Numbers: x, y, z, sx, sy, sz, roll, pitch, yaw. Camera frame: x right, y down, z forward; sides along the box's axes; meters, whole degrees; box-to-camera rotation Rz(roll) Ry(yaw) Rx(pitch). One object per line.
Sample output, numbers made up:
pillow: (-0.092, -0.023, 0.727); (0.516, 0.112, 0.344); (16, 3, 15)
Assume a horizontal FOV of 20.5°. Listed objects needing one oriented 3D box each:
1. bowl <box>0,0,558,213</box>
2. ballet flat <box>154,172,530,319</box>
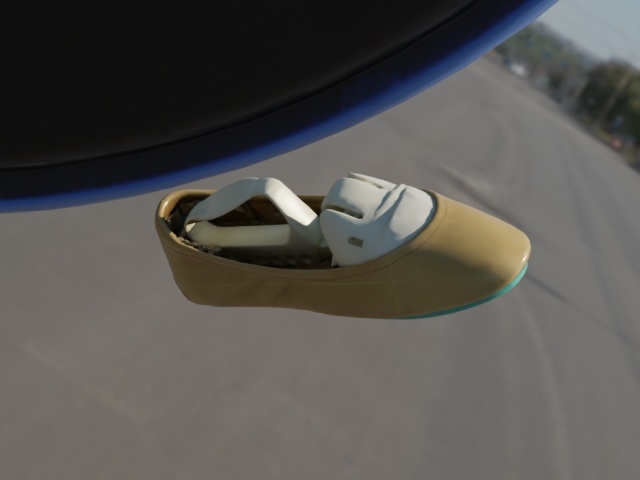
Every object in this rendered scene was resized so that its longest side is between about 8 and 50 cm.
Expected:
bowl: (-0.076, -0.177, 0.296); (0.391, 0.391, 0.077); (29, 26, -17)
ballet flat: (0.000, 0.000, 0.949); (0.232, 0.080, 0.073); (-4, -51, 37)
